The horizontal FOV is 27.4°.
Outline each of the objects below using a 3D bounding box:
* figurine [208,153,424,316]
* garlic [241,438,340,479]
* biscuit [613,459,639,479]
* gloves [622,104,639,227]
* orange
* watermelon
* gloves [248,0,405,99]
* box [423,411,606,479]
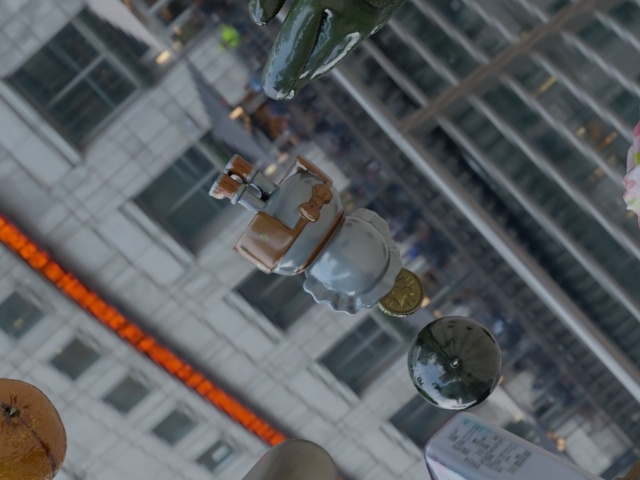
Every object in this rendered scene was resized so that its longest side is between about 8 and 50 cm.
[{"bbox_3d":[0.000,-0.005,1.503,0.271,0.143,0.143,27,180,12],"label":"figurine"},{"bbox_3d":[-0.028,0.415,1.802,0.231,0.246,0.340,35,-168,3],"label":"garlic"},{"bbox_3d":[0.284,0.240,1.219,0.016,0.092,0.082,51,-167,-13],"label":"biscuit"},{"bbox_3d":[0.474,-0.105,1.798,0.145,0.126,0.241,115,135,-72],"label":"gloves"},{"bbox_3d":[-0.473,0.296,1.957,0.193,0.193,0.161,48,146,1],"label":"orange"},{"bbox_3d":[0.147,0.133,1.438,0.105,0.105,0.133,49,-178,11],"label":"watermelon"},{"bbox_3d":[0.024,-0.243,1.177,0.135,0.268,0.107,27,-174,-14],"label":"gloves"},{"bbox_3d":[0.307,0.371,1.726,0.370,0.112,0.190,22,148,53],"label":"box"}]
